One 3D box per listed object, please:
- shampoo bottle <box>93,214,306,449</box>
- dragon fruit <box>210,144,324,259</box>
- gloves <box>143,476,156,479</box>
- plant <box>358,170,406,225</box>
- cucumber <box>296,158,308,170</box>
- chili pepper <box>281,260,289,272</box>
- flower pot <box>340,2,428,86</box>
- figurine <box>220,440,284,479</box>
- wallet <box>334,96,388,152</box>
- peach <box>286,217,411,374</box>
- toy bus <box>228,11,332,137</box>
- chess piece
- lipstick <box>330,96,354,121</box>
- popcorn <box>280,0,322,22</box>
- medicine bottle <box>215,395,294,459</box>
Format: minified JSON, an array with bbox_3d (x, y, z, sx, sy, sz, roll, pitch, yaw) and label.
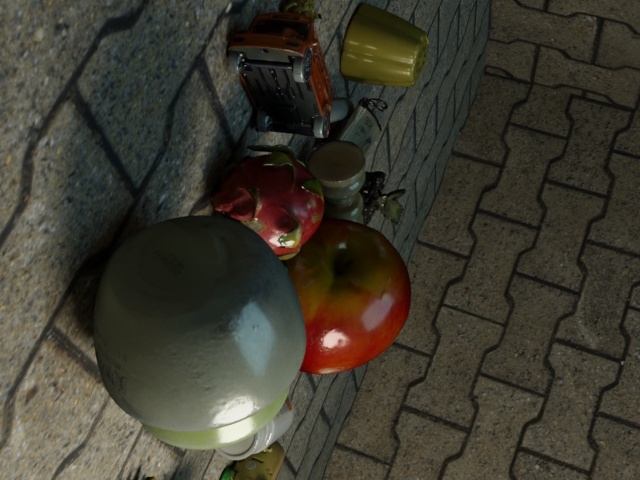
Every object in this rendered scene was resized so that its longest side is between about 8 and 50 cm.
[{"bbox_3d":[-0.184,0.133,1.376,0.322,0.323,0.317,-56,152,-46],"label":"shampoo bottle"},{"bbox_3d":[-0.103,-0.068,1.686,0.227,0.224,0.224,-12,118,-71],"label":"dragon fruit"},{"bbox_3d":[-0.366,0.598,1.714,0.133,0.116,0.294,76,27,-83],"label":"gloves"},{"bbox_3d":[0.138,-0.116,2.485,0.142,0.203,0.131,84,21,-49],"label":"plant"},{"bbox_3d":[-0.049,-0.110,2.073,0.241,0.075,0.074,73,37,-69],"label":"cucumber"},{"bbox_3d":[-0.121,0.026,1.834,0.216,0.062,0.108,-131,-137,-55],"label":"chili pepper"},{"bbox_3d":[0.165,-0.467,2.216,0.195,0.179,0.195,19,90,-77],"label":"flower pot"},{"bbox_3d":[-0.183,0.664,2.388,0.324,0.124,0.222,-57,159,-56],"label":"figurine"},{"bbox_3d":[0.077,-0.226,2.301,0.274,0.068,0.335,-53,170,1],"label":"wallet"},{"bbox_3d":[0.019,0.136,2.057,0.388,0.388,0.388,18,90,-75],"label":"peach"},{"bbox_3d":[-0.062,-0.312,1.669,0.329,0.143,0.153,63,37,-68],"label":"toy bus"},{"bbox_3d":[0.050,-0.104,2.160,0.260,0.143,0.142,79,31,-49],"label":"chess piece"},{"bbox_3d":[0.017,-0.303,2.105,0.264,0.059,0.059,-32,138,-68],"label":"lipstick"},{"bbox_3d":[-0.031,-0.440,1.737,0.084,0.084,0.084,18,90,-75],"label":"popcorn"},{"bbox_3d":[-0.163,0.434,2.148,0.252,0.145,0.144,-15,122,-75],"label":"medicine bottle"}]
